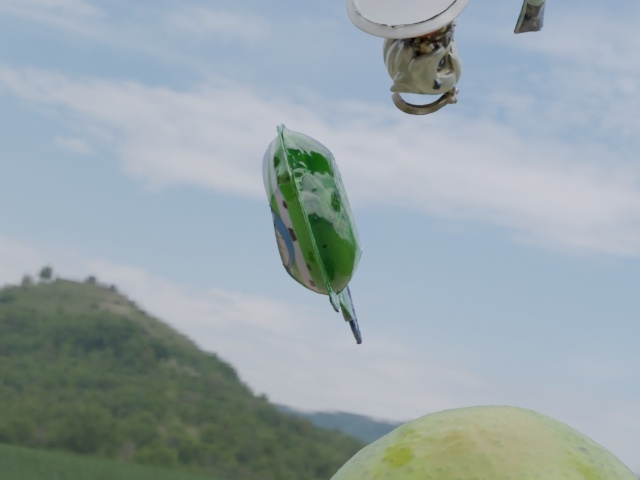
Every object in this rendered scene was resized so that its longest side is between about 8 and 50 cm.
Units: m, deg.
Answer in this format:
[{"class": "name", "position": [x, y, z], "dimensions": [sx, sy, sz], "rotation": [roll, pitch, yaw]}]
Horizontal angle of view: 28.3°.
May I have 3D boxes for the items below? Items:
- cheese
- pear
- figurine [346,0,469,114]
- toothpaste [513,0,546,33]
[{"class": "cheese", "position": [0.000, 0.000, 1.355], "dimensions": [0.083, 0.203, 0.320], "rotation": [-16, -37, 3]}, {"class": "pear", "position": [0.155, 0.340, 1.230], "dimensions": [0.391, 0.391, 0.391], "rotation": [10, -11, 2]}, {"class": "figurine", "position": [0.100, -0.204, 1.335], "dimensions": [0.132, 0.132, 0.153], "rotation": [6, -39, 20]}, {"class": "toothpaste", "position": [0.189, -0.204, 1.132], "dimensions": [0.027, 0.019, 0.083], "rotation": [-6, -17, 2]}]
